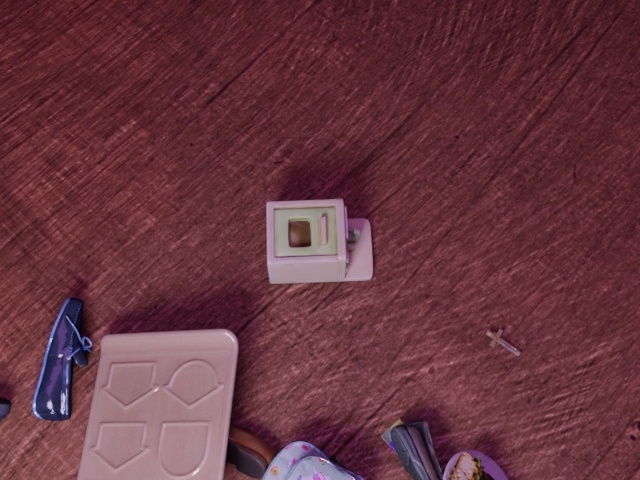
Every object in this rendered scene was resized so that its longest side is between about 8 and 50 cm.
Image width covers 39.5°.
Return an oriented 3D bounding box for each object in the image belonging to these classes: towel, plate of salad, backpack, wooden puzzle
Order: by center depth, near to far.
[{"bbox_3d":[0.319,0.501,1.726,0.200,0.048,0.200,22,50,-29],"label":"plate of salad"},{"bbox_3d":[-0.022,0.486,1.732,0.188,0.144,0.166,31,75,16],"label":"backpack"},{"bbox_3d":[-0.316,0.359,1.786,0.322,0.080,0.347,-5,68,21],"label":"wooden puzzle"},{"bbox_3d":[0.173,0.414,1.834,0.060,0.009,0.083,-41,72,-16],"label":"towel"}]

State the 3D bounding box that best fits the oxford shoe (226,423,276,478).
[{"bbox_3d":[-0.186,0.405,1.818,0.212,0.076,0.076,29,37,17],"label":"oxford shoe"}]

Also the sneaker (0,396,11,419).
[{"bbox_3d":[-0.791,0.373,1.817,0.319,0.112,0.131,1,82,3],"label":"sneaker"}]

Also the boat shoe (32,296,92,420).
[{"bbox_3d":[-0.528,0.251,1.874,0.089,0.109,0.258,12,82,-2],"label":"boat shoe"}]

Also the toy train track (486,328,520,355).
[{"bbox_3d":[0.393,0.223,1.920,0.083,0.014,0.048,35,63,9],"label":"toy train track"}]

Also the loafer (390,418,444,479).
[{"bbox_3d":[0.232,0.478,1.759,0.084,0.096,0.267,-19,70,-19],"label":"loafer"}]

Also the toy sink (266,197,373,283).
[{"bbox_3d":[0.000,0.000,1.956,0.234,0.131,0.152,-1,66,-1],"label":"toy sink"}]
